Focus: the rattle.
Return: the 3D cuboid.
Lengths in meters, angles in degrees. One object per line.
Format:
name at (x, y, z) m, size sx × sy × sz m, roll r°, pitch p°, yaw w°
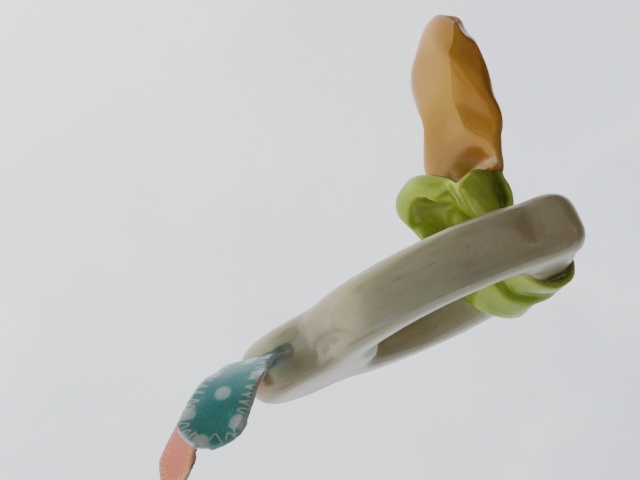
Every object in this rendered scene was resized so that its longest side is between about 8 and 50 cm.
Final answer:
rattle at (0.000, 0.000, 0.716) m, size 0.200 × 0.130 × 0.142 m, roll -22°, pitch -86°, yaw -5°
